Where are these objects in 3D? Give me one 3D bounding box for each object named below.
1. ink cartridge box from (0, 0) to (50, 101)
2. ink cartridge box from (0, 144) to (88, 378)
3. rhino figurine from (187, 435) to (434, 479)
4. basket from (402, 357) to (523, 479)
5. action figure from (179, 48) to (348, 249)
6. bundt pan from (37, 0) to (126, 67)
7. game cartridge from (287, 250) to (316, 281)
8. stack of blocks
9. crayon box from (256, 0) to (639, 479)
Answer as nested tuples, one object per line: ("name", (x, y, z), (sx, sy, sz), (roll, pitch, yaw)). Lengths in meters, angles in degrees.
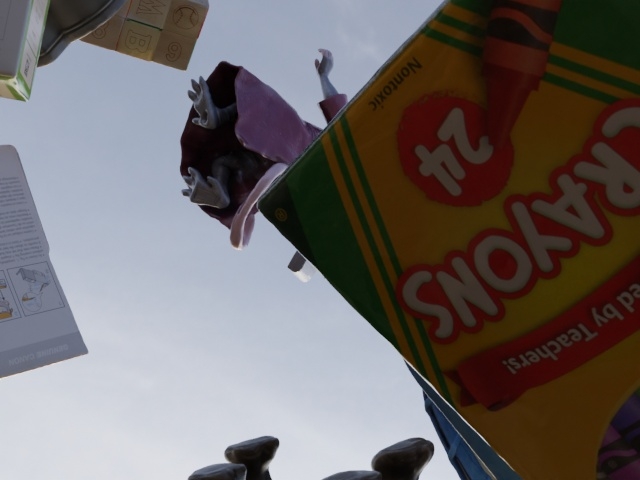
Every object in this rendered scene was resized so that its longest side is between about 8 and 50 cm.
("ink cartridge box", (-0.243, -0.211, 0.707), (0.109, 0.209, 0.062), (9, -9, -5))
("ink cartridge box", (-0.418, 0.039, 1.048), (0.066, 0.296, 0.261), (-28, -101, 42))
("rhino figurine", (0.030, 0.132, 0.375), (0.243, 0.073, 0.106), (-13, -90, 54))
("basket", (0.185, 0.137, 0.651), (0.201, 0.289, 0.254), (-41, -106, 20))
("action figure", (-0.028, -0.139, 1.519), (0.276, 0.370, 0.248), (46, -63, 37))
("bundt pan", (-0.299, -0.273, 0.887), (0.331, 0.331, 0.124), (-1, -39, 27))
("game cartridge", (0.000, 0.000, 0.979), (0.017, 0.083, 0.056), (33, -6, 20))
("stack of blocks", (-0.287, -0.312, 1.184), (0.297, 0.171, 0.087), (14, -59, -19))
("crayon box", (0.150, 0.026, 0.444), (0.318, 0.081, 0.202), (45, -52, -1))
